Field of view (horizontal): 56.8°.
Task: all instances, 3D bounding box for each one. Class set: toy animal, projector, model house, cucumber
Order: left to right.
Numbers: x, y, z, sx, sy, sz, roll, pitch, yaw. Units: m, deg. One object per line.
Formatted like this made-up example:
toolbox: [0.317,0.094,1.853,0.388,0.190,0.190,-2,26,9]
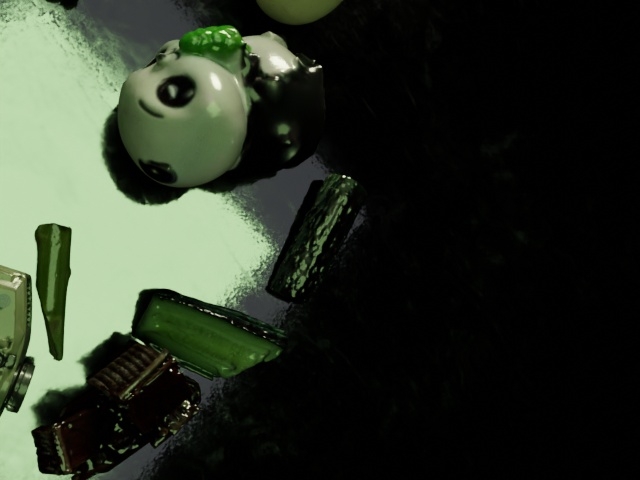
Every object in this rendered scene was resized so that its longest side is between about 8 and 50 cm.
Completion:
projector: [-0.442,0.150,0.689,0.193,0.088,0.270,21,77,-21]
model house: [-0.249,0.224,0.741,0.203,0.164,0.141,-42,99,-21]
cucumber: [-0.156,0.128,0.840,0.193,0.115,0.086,23,33,-19]
toy animal: [-0.137,-0.184,0.802,0.266,0.212,0.213,-10,91,-33]
cucumber: [0.003,0.001,0.936,0.078,0.062,0.211,32,73,-22]

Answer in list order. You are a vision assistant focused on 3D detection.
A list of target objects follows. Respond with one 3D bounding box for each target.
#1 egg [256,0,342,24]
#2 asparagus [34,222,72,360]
egg: [-0.021,-0.442,0.886,0.186,0.186,0.242,17,87,-25]
asparagus: [-0.349,0.068,0.768,0.041,0.045,0.178,1,86,7]
